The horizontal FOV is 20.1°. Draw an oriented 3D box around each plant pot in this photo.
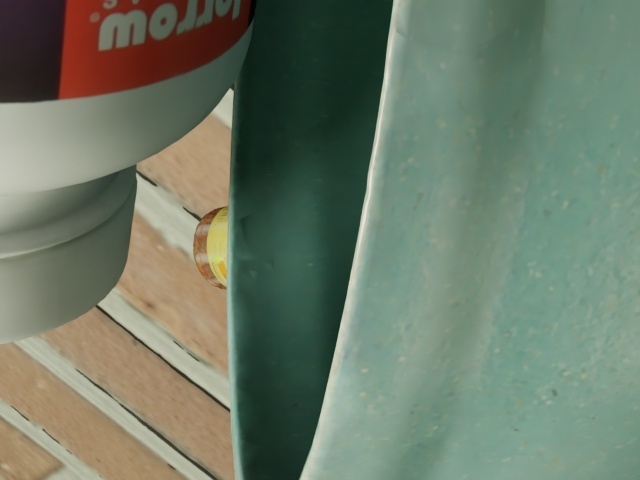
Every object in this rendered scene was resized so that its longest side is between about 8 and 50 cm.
[{"bbox_3d":[0.090,-0.064,0.452,0.196,0.293,0.293,5,147,-8],"label":"plant pot"}]

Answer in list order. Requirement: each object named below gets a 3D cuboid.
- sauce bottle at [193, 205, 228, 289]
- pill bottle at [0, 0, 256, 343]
[{"bbox_3d":[0.000,0.000,0.788,0.128,0.042,0.042,-5,132,45],"label":"sauce bottle"},{"bbox_3d":[-0.096,-0.139,0.462,0.181,0.181,0.323,19,120,18],"label":"pill bottle"}]
